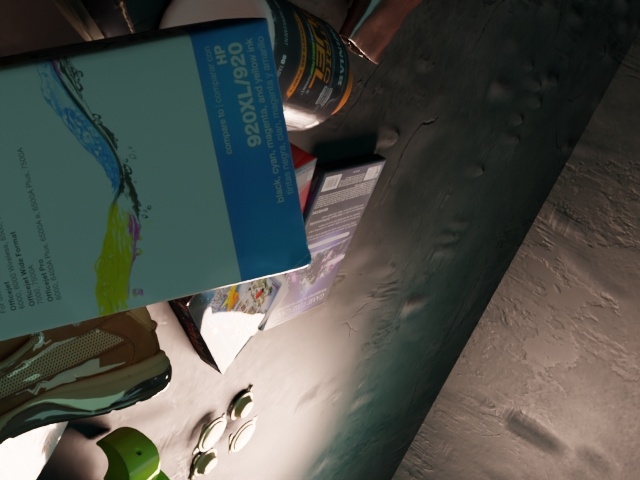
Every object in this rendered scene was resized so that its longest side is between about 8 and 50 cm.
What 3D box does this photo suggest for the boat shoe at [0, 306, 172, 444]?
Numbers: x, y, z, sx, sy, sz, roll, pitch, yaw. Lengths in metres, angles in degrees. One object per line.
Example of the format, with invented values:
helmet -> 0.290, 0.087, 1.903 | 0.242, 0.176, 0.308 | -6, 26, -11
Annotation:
boat shoe -> -0.269, 0.099, 0.761 | 0.324, 0.122, 0.120 | -13, 94, -44

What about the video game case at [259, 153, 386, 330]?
video game case -> 0.000, 0.000, 1.510 | 0.196, 0.026, 0.274 | -19, 137, -58

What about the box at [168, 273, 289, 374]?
box -> -0.120, 0.066, 1.308 | 0.159, 0.044, 0.233 | -50, 157, -20

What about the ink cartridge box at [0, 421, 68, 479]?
ink cartridge box -> -0.350, 0.234, 1.067 | 0.145, 0.045, 0.179 | 89, 20, -53

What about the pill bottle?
pill bottle -> -0.051, -0.183, 1.010 | 0.131, 0.130, 0.245 | -63, 159, 11

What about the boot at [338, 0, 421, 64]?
boot -> 0.085, -0.329, 1.161 | 0.207, 0.090, 0.248 | -61, 162, 0

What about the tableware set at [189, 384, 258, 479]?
tableware set -> -0.156, 0.317, 1.602 | 0.168, 0.020, 0.141 | -33, 145, -45

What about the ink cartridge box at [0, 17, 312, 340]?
ink cartridge box -> -0.150, -0.051, 0.675 | 0.232, 0.171, 0.168 | -14, 106, -13

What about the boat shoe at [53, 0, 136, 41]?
boat shoe -> -0.183, -0.222, 0.727 | 0.079, 0.095, 0.254 | -43, 147, -9

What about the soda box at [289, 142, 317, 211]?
soda box -> -0.117, -0.038, 1.125 | 0.263, 0.083, 0.092 | -34, 148, -47

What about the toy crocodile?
toy crocodile -> -0.279, 0.389, 1.342 | 0.115, 0.105, 0.341 | -38, 156, -42
